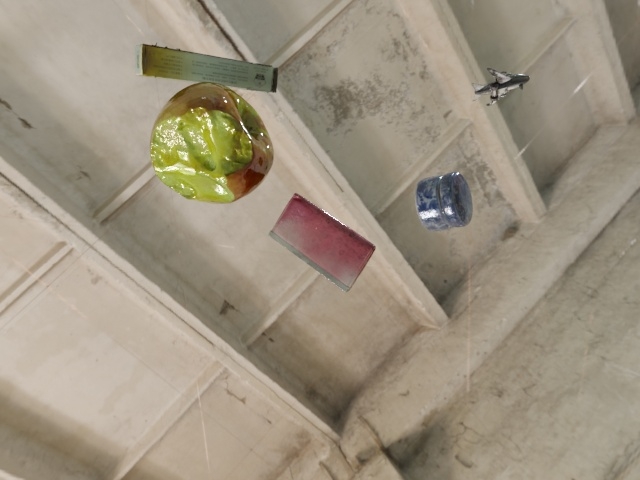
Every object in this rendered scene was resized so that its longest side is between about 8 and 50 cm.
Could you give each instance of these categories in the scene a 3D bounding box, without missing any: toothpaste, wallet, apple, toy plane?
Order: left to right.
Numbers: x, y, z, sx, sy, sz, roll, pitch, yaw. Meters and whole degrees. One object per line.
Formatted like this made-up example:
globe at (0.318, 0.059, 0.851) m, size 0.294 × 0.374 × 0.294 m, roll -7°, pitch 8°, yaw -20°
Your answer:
toothpaste at (-0.252, -0.390, 1.008) m, size 0.312 × 0.089 × 0.071 m, roll -4°, pitch -71°, yaw -32°
apple at (-0.225, -0.185, 0.901) m, size 0.226 × 0.246 × 0.246 m, roll -30°, pitch -69°, yaw 18°
wallet at (0.000, 0.000, 0.975) m, size 0.232 × 0.025 × 0.119 m, roll 35°, pitch -81°, yaw 21°
toy plane at (0.276, -0.236, 0.675) m, size 0.078 × 0.083 × 0.031 m, roll 51°, pitch -141°, yaw -58°

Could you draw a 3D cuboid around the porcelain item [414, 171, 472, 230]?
porcelain item at (0.330, -0.103, 1.160) m, size 0.147 × 0.114 × 0.147 m, roll 15°, pitch -110°, yaw -48°
